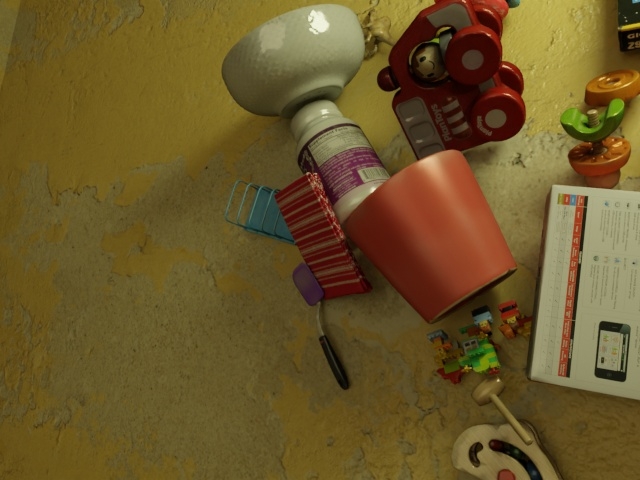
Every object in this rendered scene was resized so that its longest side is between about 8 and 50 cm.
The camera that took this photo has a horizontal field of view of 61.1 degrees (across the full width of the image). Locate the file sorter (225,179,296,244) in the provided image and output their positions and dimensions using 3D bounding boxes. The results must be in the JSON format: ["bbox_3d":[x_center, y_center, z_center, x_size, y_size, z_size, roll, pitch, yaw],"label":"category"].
[{"bbox_3d":[-0.134,-0.073,1.339,0.170,0.104,0.118,16,87,32],"label":"file sorter"}]

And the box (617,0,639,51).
[{"bbox_3d":[0.673,-0.514,0.970,0.256,0.079,0.322,-2,70,32],"label":"box"}]

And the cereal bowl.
[{"bbox_3d":[-0.046,-0.379,1.243,0.338,0.339,0.141,-24,84,23],"label":"cereal bowl"}]

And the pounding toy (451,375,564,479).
[{"bbox_3d":[0.312,0.388,0.935,0.154,0.154,0.270,-34,63,14],"label":"pounding toy"}]

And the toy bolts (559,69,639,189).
[{"bbox_3d":[0.576,-0.198,0.968,0.228,0.159,0.218,-2,37,40],"label":"toy bolts"}]

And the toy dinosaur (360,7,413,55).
[{"bbox_3d":[0.139,-0.498,1.313,0.092,0.053,0.183,-38,62,16],"label":"toy dinosaur"}]

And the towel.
[{"bbox_3d":[0.000,0.000,1.171,0.198,0.031,0.275,-22,95,61],"label":"towel"}]

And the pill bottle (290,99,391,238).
[{"bbox_3d":[0.045,-0.166,1.219,0.169,0.169,0.302,-36,62,18],"label":"pill bottle"}]

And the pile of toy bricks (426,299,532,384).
[{"bbox_3d":[0.299,0.202,1.002,0.212,0.118,0.105,-26,47,24],"label":"pile of toy bricks"}]

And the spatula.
[{"bbox_3d":[0.002,0.194,1.227,0.084,0.030,0.297,-44,61,51],"label":"spatula"}]

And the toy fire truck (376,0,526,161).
[{"bbox_3d":[0.251,-0.304,1.071,0.253,0.302,0.169,-17,31,29],"label":"toy fire truck"}]

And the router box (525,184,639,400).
[{"bbox_3d":[0.516,0.091,0.893,0.300,0.082,0.336,8,82,17],"label":"router box"}]

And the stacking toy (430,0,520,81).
[{"bbox_3d":[0.284,-0.409,1.164,0.175,0.165,0.302,27,103,40],"label":"stacking toy"}]

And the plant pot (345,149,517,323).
[{"bbox_3d":[0.222,0.007,1.038,0.274,0.275,0.243,-37,73,18],"label":"plant pot"}]
